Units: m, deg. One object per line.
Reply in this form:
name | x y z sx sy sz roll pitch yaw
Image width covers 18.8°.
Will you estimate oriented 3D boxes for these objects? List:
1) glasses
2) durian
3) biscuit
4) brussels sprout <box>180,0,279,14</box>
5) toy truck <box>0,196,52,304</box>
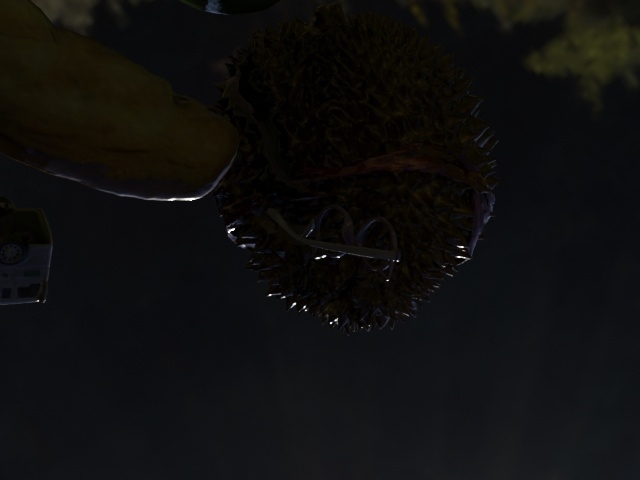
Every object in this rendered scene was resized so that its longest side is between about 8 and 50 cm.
glasses | 0.000 0.000 1.923 0.104 0.062 0.140 -1 -168 -42
durian | 0.037 -0.084 2.233 0.348 0.384 0.347 -6 179 0
biscuit | -0.204 -0.114 1.474 0.045 0.299 0.154 -47 -166 43
brussels sprout | -0.092 -0.359 2.106 0.219 0.210 0.271 -28 -167 13
toy truck | -0.444 0.024 2.302 0.243 0.125 0.101 -2 -147 -18
